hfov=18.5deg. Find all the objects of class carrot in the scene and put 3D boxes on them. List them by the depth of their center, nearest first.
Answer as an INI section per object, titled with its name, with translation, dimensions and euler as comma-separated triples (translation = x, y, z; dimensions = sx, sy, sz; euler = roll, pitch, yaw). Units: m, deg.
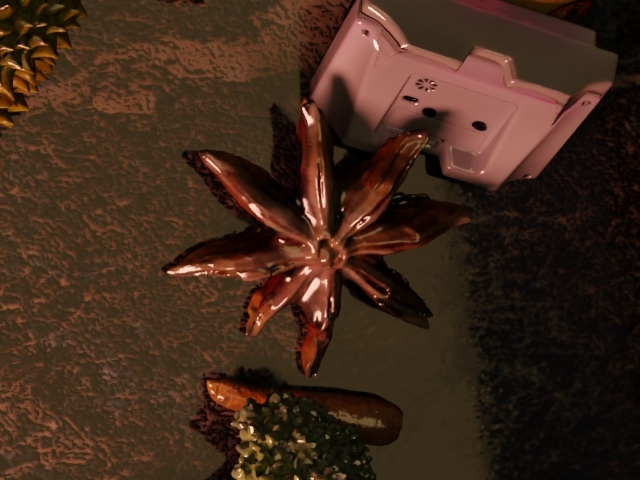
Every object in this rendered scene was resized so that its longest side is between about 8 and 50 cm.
[carrot]
translation = -0.016, 0.157, 1.848
dimensions = 0.191, 0.047, 0.047
euler = 11, 90, -7

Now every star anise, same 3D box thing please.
[star anise]
translation = -0.001, 0.001, 1.817
dimensions = 0.288, 0.088, 0.288
euler = -3, 110, -7

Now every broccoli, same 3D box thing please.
[broccoli]
translation = -0.072, 0.318, 1.739
dimensions = 0.302, 0.249, 0.375
euler = 13, 96, -14

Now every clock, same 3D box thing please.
[clock]
translation = 0.127, -0.140, 1.792
dimensions = 0.253, 0.186, 0.083
euler = 16, 60, -10

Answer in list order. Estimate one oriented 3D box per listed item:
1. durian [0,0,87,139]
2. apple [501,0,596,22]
[durian]
translation = -0.330, -0.205, 1.682
dimensions = 0.291, 0.224, 0.291
euler = -1, 86, 11
[apple]
translation = 0.181, -0.274, 1.798
dimensions = 0.182, 0.182, 0.155
euler = -11, 138, -10
